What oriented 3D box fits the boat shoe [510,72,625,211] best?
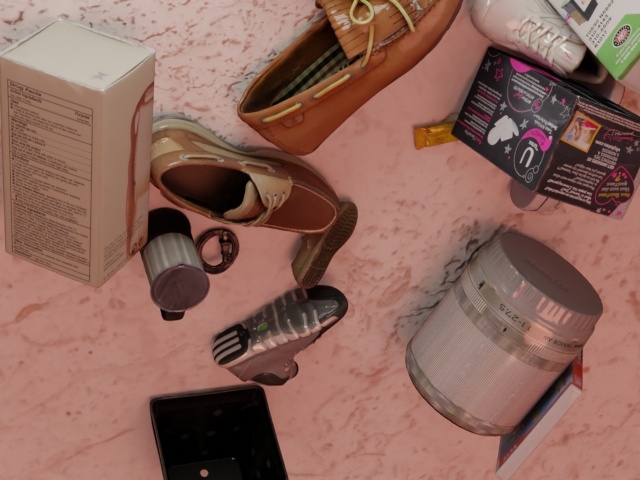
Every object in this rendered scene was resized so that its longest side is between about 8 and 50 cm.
[{"bbox_3d":[0.380,-0.146,1.885,0.084,0.095,0.258,9,134,-31],"label":"boat shoe"}]

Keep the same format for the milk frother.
[{"bbox_3d":[-0.177,0.033,1.783,0.143,0.134,0.129,-17,131,-7],"label":"milk frother"}]

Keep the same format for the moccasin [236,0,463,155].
[{"bbox_3d":[0.043,-0.274,1.632,0.380,0.139,0.147,-38,139,23],"label":"moccasin"}]

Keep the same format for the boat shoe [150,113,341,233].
[{"bbox_3d":[-0.109,-0.064,1.742,0.324,0.116,0.123,17,120,-30],"label":"boat shoe"}]

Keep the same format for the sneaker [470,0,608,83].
[{"bbox_3d":[0.310,-0.278,1.726,0.232,0.115,0.090,16,115,-30],"label":"sneaker"}]

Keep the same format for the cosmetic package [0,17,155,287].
[{"bbox_3d":[-0.305,-0.108,1.594,0.153,0.129,0.296,22,128,15],"label":"cosmetic package"}]

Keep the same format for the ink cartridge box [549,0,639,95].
[{"bbox_3d":[0.420,-0.327,1.624,0.117,0.278,0.201,22,117,-29],"label":"ink cartridge box"}]

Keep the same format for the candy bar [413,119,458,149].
[{"bbox_3d":[0.213,-0.165,1.846,0.161,0.018,0.040,-15,133,-10],"label":"candy bar"}]

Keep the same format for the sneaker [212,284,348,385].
[{"bbox_3d":[-0.044,0.157,1.974,0.229,0.086,0.132,-24,137,12],"label":"sneaker"}]

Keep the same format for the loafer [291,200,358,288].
[{"bbox_3d":[0.000,0.000,1.878,0.148,0.050,0.056,-56,141,4],"label":"loafer"}]

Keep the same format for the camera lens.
[{"bbox_3d":[0.282,0.152,1.989,0.219,0.219,0.274,19,118,-31],"label":"camera lens"}]

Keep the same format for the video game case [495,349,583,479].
[{"bbox_3d":[0.362,0.249,2.074,0.025,0.285,0.204,34,114,-2],"label":"video game case"}]

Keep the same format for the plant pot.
[{"bbox_3d":[-0.172,0.364,2.028,0.187,0.188,0.167,-5,141,-17],"label":"plant pot"}]

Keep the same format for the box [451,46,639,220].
[{"bbox_3d":[0.318,-0.146,1.731,0.163,0.247,0.142,16,107,-28],"label":"box"}]
